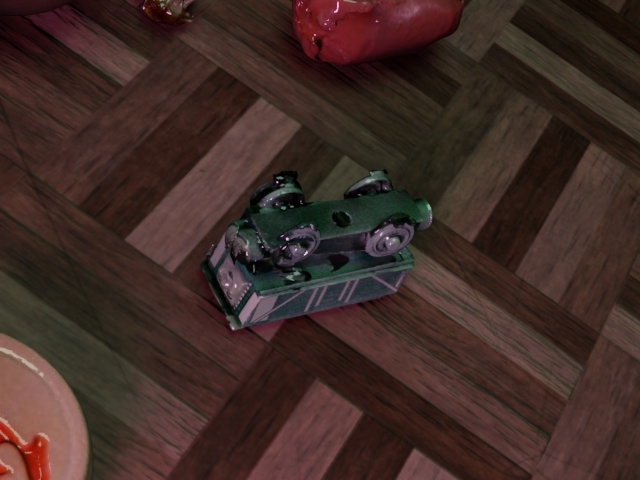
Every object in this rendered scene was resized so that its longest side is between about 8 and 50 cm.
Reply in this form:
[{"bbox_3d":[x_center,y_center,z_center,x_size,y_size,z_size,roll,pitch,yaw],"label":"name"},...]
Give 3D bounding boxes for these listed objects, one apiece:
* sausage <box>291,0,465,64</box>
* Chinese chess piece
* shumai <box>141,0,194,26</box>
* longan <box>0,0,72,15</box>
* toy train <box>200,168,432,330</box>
[{"bbox_3d":[0.082,-0.321,1.886,0.279,0.152,0.152,-18,64,-38],"label":"sausage"},{"bbox_3d":[-0.339,0.199,1.255,0.273,0.102,0.273,15,47,-17],"label":"Chinese chess piece"},{"bbox_3d":[-0.200,-0.325,1.796,0.099,0.123,0.087,21,84,-37],"label":"shumai"},{"bbox_3d":[-0.372,-0.439,1.631,0.360,0.361,0.361,15,48,-17],"label":"longan"},{"bbox_3d":[0.000,0.000,1.568,0.269,0.154,0.115,-11,60,-34],"label":"toy train"}]
